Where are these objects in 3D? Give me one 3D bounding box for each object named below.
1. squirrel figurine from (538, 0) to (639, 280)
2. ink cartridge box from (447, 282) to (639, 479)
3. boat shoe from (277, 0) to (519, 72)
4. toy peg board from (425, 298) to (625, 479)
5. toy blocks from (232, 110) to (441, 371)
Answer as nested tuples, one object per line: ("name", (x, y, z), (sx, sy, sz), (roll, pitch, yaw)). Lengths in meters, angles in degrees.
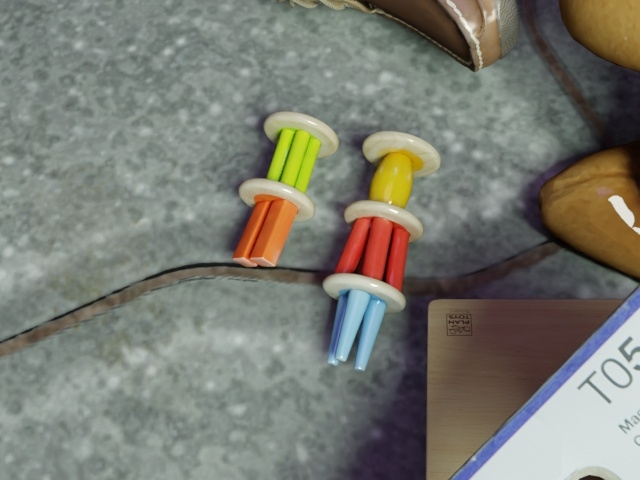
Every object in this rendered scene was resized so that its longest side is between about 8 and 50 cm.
("squirrel figurine", (0.312, -0.104, 0.361), (0.397, 0.370, 0.281), (36, 75, 21))
("ink cartridge box", (0.181, 0.205, 0.325), (0.330, 0.071, 0.324), (47, 112, 23))
("boat shoe", (0.005, -0.213, 0.602), (0.116, 0.123, 0.324), (-41, 60, -3))
("toy peg board", (0.138, 0.119, 0.460), (0.161, 0.079, 0.160), (0, 50, 7))
("toy blocks", (0.000, 0.000, 0.533), (0.123, 0.054, 0.148), (12, 69, 12))
